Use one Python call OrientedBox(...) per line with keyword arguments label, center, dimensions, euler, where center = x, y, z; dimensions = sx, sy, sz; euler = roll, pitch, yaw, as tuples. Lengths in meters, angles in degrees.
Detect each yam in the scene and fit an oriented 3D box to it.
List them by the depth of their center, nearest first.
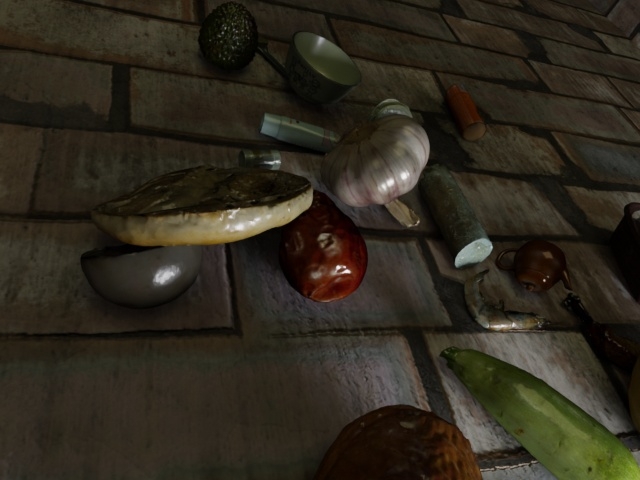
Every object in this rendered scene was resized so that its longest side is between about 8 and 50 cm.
OrientedBox(label="yam", center=(0.302, -0.063, 1.181), dimensions=(0.093, 0.093, 0.259), euler=(1, 49, -23))

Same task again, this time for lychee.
OrientedBox(label="lychee", center=(-0.231, -0.523, 1.313), dimensions=(0.171, 0.171, 0.171), euler=(12, 46, -13))

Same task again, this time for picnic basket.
OrientedBox(label="picnic basket", center=(0.851, 0.056, 1.285), dimensions=(0.222, 0.129, 0.297), euler=(13, 45, -10))

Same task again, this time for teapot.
OrientedBox(label="teapot", center=(0.476, 0.065, 1.140), dimensions=(0.173, 0.116, 0.116), euler=(18, 38, 32))

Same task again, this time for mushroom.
OrientedBox(label="mushroom", center=(-0.275, 0.048, 0.813), dimensions=(0.188, 0.141, 0.117), euler=(-9, 88, -36))

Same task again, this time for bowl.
OrientedBox(label="bowl", center=(-0.008, -0.440, 1.355), dimensions=(0.211, 0.112, 0.212), euler=(23, 41, -22))

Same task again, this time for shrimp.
OrientedBox(label="shrimp", center=(0.392, 0.126, 1.092), dimensions=(0.195, 0.035, 0.148), euler=(6, 46, -17))

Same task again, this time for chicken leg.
OrientedBox(label="chicken leg", center=(0.630, 0.212, 1.104), dimensions=(0.253, 0.051, 0.106), euler=(42, 41, 17))

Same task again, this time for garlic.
OrientedBox(label="garlic", center=(0.146, -0.136, 1.130), dimensions=(0.253, 0.244, 0.245), euler=(57, 41, -20))

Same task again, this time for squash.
OrientedBox(label="squash", center=(0.369, 0.297, 0.868), dimensions=(0.370, 0.118, 0.118), euler=(41, 47, 20))

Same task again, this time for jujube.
OrientedBox(label="jujube", center=(0.000, 0.000, 0.944), dimensions=(0.167, 0.168, 0.237), euler=(8, 43, -17))

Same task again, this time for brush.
OrientedBox(label="brush", center=(-0.116, -0.493, 1.430), dimensions=(0.062, 0.027, 0.266), euler=(-17, 58, -45))

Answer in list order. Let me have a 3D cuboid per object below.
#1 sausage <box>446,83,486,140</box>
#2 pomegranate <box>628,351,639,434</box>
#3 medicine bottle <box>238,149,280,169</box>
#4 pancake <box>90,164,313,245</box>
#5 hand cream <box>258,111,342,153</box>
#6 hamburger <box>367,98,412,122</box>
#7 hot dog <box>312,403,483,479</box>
OrientedBox(label="sausage", center=(0.435, -0.404, 1.560), dimensions=(0.071, 0.071, 0.234), euler=(7, 49, -18))
OrientedBox(label="pomegranate", center=(0.732, 0.291, 0.896), dimensions=(0.332, 0.333, 0.333), euler=(12, 46, -13))
OrientedBox(label="medicine bottle", center=(-0.133, -0.177, 1.124), dimensions=(0.083, 0.047, 0.047), euler=(-7, 53, -27))
OrientedBox(label="pancake", center=(-0.195, -0.067, 0.882), dimensions=(0.386, 0.082, 0.387), euler=(-2, 19, 1))
OrientedBox(label="hand cream", center=(0.014, -0.239, 1.245), dimensions=(0.330, 0.058, 0.085), euler=(15, 28, -17))
OrientedBox(label="hamburger", center=(0.195, -0.339, 1.387), dimensions=(0.121, 0.084, 0.054), euler=(6, 50, -16))
OrientedBox(label="hot dog", center=(0.109, 0.394, 0.632), dimensions=(0.266, 0.174, 0.388), euler=(20, 36, -9))
